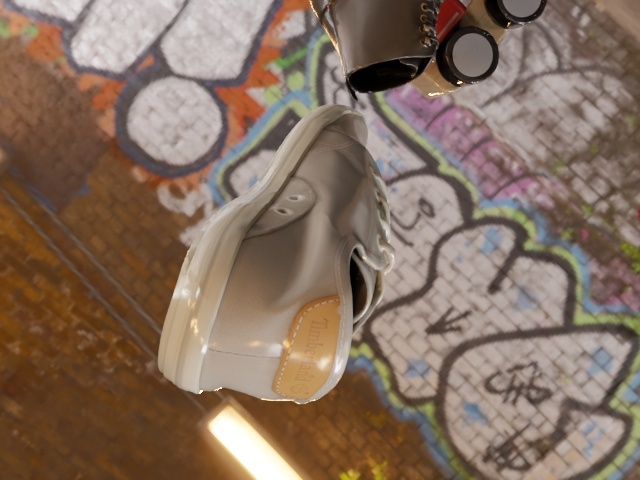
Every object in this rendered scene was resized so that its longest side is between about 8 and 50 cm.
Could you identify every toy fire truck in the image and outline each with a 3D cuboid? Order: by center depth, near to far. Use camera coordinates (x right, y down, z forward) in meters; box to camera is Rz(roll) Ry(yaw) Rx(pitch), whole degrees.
[{"bbox_3d":[0.115,-0.297,0.859,0.246,0.217,0.158,41,175,-11],"label":"toy fire truck"}]

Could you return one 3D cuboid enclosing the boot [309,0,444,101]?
[{"bbox_3d":[0.092,-0.192,0.659,0.077,0.198,0.137,45,-154,-58],"label":"boot"}]

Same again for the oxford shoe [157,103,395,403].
[{"bbox_3d":[0.000,0.000,0.720,0.130,0.169,0.449,16,-156,5],"label":"oxford shoe"}]
